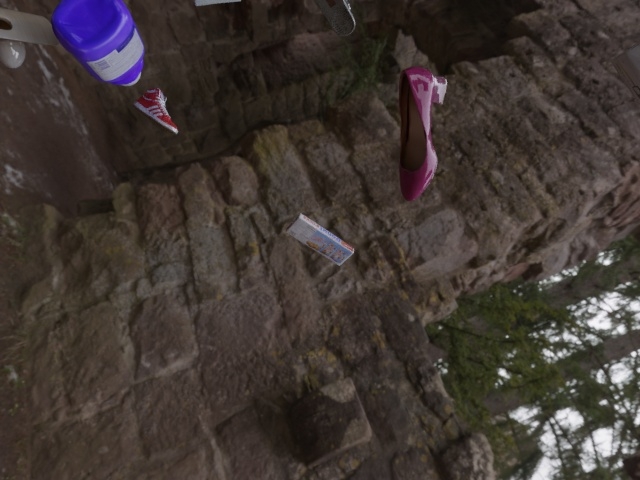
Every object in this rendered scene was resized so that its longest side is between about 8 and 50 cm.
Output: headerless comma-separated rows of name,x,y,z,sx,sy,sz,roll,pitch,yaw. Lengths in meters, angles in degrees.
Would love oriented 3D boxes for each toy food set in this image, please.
toy food set,-0.646,-0.333,0.753,0.219,0.306,0.092,-27,111,-58

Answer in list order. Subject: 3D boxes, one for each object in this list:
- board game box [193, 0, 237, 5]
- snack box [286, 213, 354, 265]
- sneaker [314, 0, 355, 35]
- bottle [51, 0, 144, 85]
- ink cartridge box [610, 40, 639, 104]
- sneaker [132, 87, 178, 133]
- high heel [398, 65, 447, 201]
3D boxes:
board game box,-0.242,-0.633,0.810,0.224,0.097,0.303,107,-38,-58
snack box,0.000,0.000,1.140,0.178,0.064,0.022,33,35,-18
sneaker,0.020,-0.657,1.132,0.222,0.083,0.118,53,25,-48
bottle,-0.382,-0.349,0.787,0.092,0.118,0.283,48,-6,-13
ink cartridge box,0.687,-0.353,0.902,0.127,0.072,0.175,57,28,1
sneaker,-0.347,-0.288,0.952,0.118,0.067,0.042,36,-7,6
high heel,0.251,-0.295,1.249,0.127,0.181,0.377,21,-68,44
